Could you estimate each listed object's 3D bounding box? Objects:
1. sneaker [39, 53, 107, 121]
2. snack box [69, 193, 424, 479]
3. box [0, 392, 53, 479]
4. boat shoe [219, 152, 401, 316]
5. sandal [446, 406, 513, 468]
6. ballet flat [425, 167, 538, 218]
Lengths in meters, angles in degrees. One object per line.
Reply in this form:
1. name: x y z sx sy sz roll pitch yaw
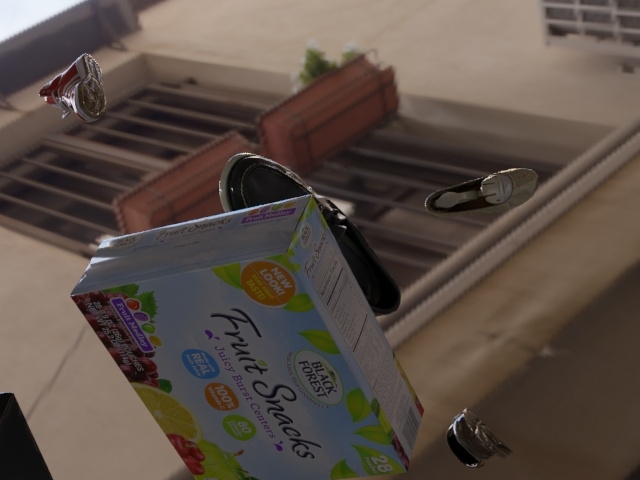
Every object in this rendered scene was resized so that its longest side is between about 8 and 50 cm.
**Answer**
1. sneaker: -0.267 -0.149 1.379 0.067 0.118 0.042 -34 -57 15
2. snack box: -0.047 0.080 0.904 0.207 0.174 0.070 62 -149 -32
3. box: -0.403 0.290 1.445 0.103 0.184 0.261 -81 -16 -47
4. boat shoe: -0.002 0.004 1.750 0.127 0.113 0.340 -55 -52 -24
5. sandal: 0.201 0.272 1.696 0.060 0.090 0.219 -46 -12 5
6. ballet flat: 0.225 -0.062 1.814 0.052 0.168 0.057 3 -107 -59
